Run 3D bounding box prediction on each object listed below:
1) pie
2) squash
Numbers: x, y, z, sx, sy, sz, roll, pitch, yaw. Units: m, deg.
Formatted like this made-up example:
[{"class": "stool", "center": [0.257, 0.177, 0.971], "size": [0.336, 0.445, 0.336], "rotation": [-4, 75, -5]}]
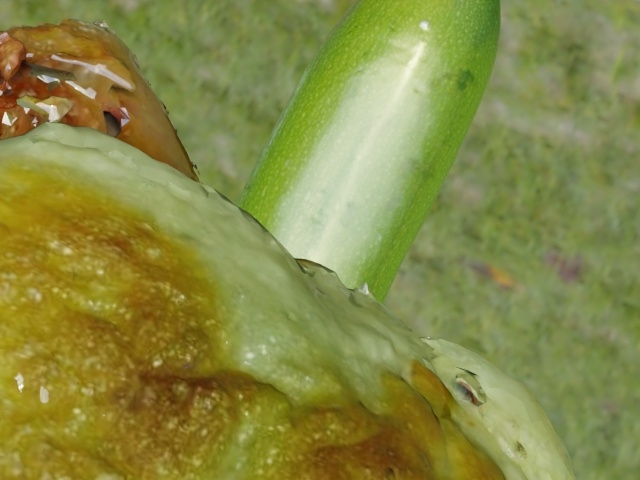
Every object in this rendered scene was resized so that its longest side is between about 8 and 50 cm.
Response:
[{"class": "pie", "center": [-0.047, 0.083, 0.452], "size": [0.274, 0.257, 0.105], "rotation": [40, 132, -4]}, {"class": "squash", "center": [-0.001, -0.001, 0.829], "size": [0.082, 0.292, 0.082], "rotation": [25, 175, 2]}]
